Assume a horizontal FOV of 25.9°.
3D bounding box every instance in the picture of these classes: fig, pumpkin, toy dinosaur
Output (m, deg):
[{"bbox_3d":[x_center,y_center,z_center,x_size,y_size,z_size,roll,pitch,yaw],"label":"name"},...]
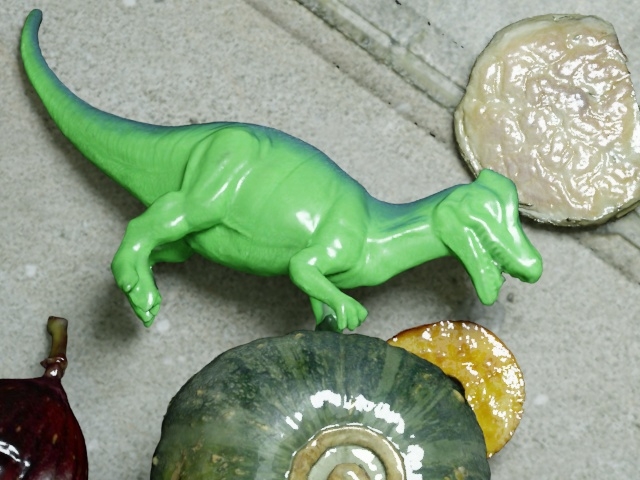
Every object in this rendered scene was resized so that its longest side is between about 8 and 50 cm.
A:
[{"bbox_3d":[-0.278,0.189,1.247,0.186,0.203,0.249,32,80,25],"label":"fig"},{"bbox_3d":[-0.003,0.246,1.142,0.292,0.257,0.327,7,64,4],"label":"pumpkin"},{"bbox_3d":[-0.061,-0.105,1.295,0.375,0.144,0.500,-25,66,1],"label":"toy dinosaur"}]

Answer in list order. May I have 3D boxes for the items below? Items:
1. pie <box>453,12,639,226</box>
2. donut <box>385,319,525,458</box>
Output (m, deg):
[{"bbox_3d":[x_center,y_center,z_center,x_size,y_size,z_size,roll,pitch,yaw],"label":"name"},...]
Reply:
[{"bbox_3d":[0.222,-0.115,1.342,0.185,0.052,0.218,-12,80,0],"label":"pie"},{"bbox_3d":[0.114,0.146,1.297,0.152,0.058,0.151,-1,79,5],"label":"donut"}]
